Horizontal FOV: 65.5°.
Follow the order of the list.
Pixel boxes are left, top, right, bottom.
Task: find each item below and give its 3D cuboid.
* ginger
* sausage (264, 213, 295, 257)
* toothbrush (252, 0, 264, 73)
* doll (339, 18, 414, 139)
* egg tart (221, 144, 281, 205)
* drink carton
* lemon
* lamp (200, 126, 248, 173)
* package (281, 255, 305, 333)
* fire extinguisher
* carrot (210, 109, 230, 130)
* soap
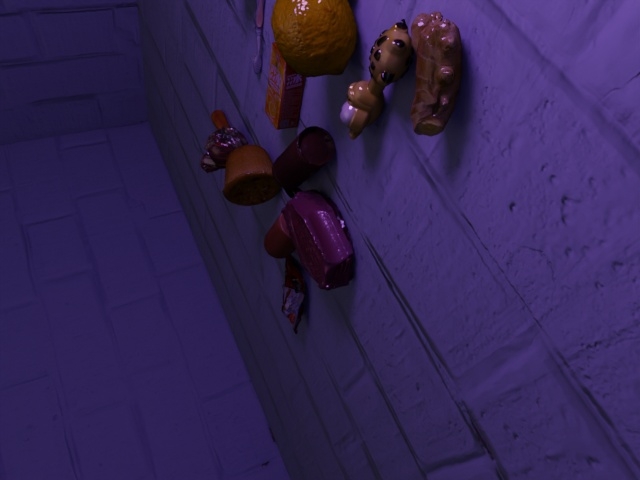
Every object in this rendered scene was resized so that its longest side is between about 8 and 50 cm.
[{"bbox_3d":[0.195,-0.279,0.815,0.115,0.081,0.206,0,99,52],"label":"ginger"},{"bbox_3d":[-0.121,-0.010,1.655,0.114,0.113,0.259,68,155,12],"label":"sausage"},{"bbox_3d":[-0.179,-0.659,1.455,0.375,0.028,0.037,103,150,-49],"label":"toothbrush"},{"bbox_3d":[0.106,-0.309,0.987,0.291,0.086,0.117,126,164,-64],"label":"doll"},{"bbox_3d":[-0.243,-0.225,1.688,0.203,0.202,0.147,117,140,-58],"label":"egg tart"},{"bbox_3d":[-0.098,-0.424,1.378,0.096,0.071,0.223,59,152,31],"label":"drink carton"},{"bbox_3d":[-0.013,-0.440,1.037,0.181,0.180,0.193,61,-167,27],"label":"lemon"},{"bbox_3d":[-0.370,-0.337,1.900,0.215,0.151,0.223,16,120,15],"label":"lamp"},{"bbox_3d":[-0.097,0.195,1.799,0.194,0.071,0.270,36,124,51],"label":"package"},{"bbox_3d":[-0.056,-0.198,1.412,0.147,0.106,0.337,49,158,-6],"label":"fire extinguisher"},{"bbox_3d":[-0.382,-0.441,2.015,0.257,0.061,0.061,59,153,26],"label":"carrot"},{"bbox_3d":[0.000,0.000,1.395,0.289,0.112,0.182,66,158,14],"label":"soap"}]
